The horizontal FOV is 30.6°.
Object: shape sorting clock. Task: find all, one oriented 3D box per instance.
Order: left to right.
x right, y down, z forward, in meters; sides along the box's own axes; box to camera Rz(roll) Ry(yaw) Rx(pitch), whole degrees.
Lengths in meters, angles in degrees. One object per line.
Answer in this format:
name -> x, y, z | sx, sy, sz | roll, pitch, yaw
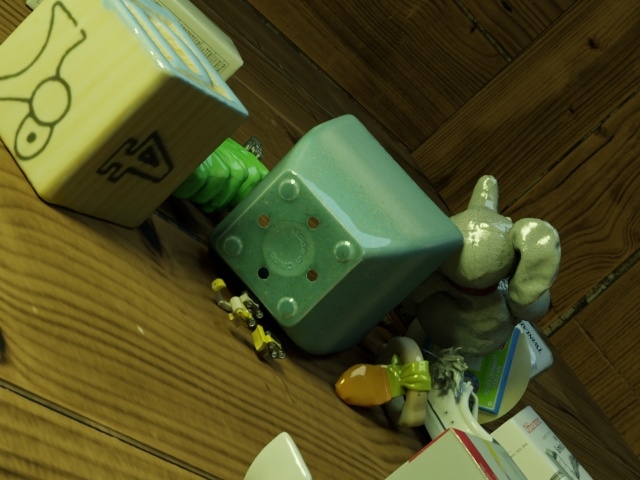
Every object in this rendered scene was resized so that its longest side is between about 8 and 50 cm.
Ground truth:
shape sorting clock -> 0.229, 0.188, 1.844 | 0.206, 0.206, 0.040 | 51, -9, 16

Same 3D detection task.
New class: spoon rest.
spoon rest -> -0.001, 0.268, 1.084 | 0.137, 0.084, 0.276 | 59, 3, 40

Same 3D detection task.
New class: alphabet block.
alphabet block -> -0.234, -0.157, 1.304 | 0.192, 0.197, 0.193 | 53, 13, 24

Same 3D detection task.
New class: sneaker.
sneaker -> 0.184, 0.236, 1.730 | 0.258, 0.091, 0.094 | 61, 0, 36

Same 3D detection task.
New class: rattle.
rattle -> 0.066, 0.195, 1.637 | 0.199, 0.142, 0.130 | -143, -143, -66

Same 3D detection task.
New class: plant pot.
plant pot -> 0.000, 0.000, 1.534 | 0.248, 0.247, 0.252 | 48, 16, 9

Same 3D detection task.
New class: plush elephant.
plush elephant -> 0.221, 0.030, 1.719 | 0.271, 0.255, 0.330 | 13, 37, 4

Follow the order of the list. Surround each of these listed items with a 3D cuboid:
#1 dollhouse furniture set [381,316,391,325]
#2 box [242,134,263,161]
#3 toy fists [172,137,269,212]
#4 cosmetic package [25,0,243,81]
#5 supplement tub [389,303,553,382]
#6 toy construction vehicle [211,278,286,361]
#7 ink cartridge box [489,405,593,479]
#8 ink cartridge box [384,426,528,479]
dollhouse furniture set -> 0.068, 0.083, 2.030 | 0.076, 0.058, 0.152 | 42, 30, -59
box -> -0.125, -0.134, 1.937 | 0.018, 0.067, 0.083 | 43, 13, -20
toy fists -> -0.158, -0.100, 1.617 | 0.142, 0.096, 0.279 | 31, 6, 10
cosmetic package -> -0.286, -0.335, 1.801 | 0.309, 0.160, 0.113 | 41, 13, -32
supplement tub -> 0.232, 0.128, 1.979 | 0.316, 0.193, 0.193 | 57, 14, 13
toy construction vehicle -> -0.090, 0.097, 1.400 | 0.098, 0.035, 0.086 | 49, 9, -40
ink cartridge box -> 0.351, 0.397, 1.780 | 0.273, 0.115, 0.198 | 50, 12, 13
ink cartridge box -> 0.173, 0.316, 1.372 | 0.127, 0.128, 0.176 | 55, 14, 31
